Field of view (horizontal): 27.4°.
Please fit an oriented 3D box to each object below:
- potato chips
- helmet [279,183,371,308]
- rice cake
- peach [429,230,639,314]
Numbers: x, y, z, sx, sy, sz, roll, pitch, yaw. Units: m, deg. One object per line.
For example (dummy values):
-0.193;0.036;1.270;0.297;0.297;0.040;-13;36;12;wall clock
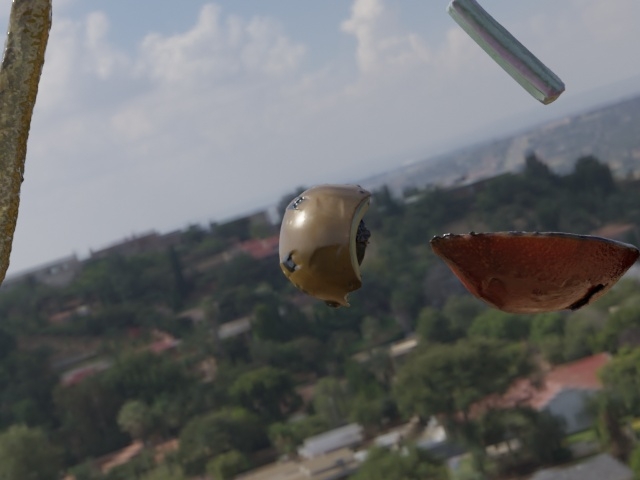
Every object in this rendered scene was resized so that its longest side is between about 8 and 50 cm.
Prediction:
-0.381;-0.119;1.596;0.057;0.407;0.080;9;-16;-8;potato chips
0.000;0.000;2.043;0.130;0.199;0.224;10;-8;-7;helmet
0.278;-0.291;1.982;0.042;0.222;0.080;-45;-3;0;rice cake
0.238;0.038;1.456;0.279;0.068;0.189;6;-19;-29;peach
